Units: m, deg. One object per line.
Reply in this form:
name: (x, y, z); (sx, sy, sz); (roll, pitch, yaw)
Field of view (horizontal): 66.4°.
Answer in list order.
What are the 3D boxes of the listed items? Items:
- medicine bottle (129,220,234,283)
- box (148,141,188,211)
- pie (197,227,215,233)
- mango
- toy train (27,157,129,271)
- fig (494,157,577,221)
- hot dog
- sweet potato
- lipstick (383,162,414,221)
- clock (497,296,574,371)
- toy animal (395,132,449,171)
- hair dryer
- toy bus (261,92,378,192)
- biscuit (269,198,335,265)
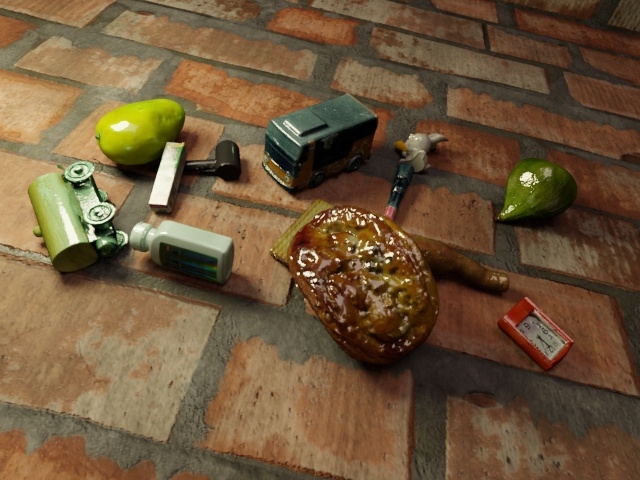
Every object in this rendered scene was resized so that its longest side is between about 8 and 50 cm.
medicine bottle: (-0.316, 0.019, 1.122); (0.229, 0.121, 0.083); (17, 48, 3)
box: (-0.401, -0.169, 1.296); (0.050, 0.041, 0.207); (3, 62, 5)
pie: (-0.295, -0.001, 1.214); (0.084, 0.020, 0.084); (7, 47, -7)
mango: (-0.502, -0.306, 1.361); (0.186, 0.149, 0.273); (6, 37, 13)
toy train: (-0.577, -0.070, 1.143); (0.190, 0.126, 0.307); (-20, 56, -27)
fig: (0.625, -0.121, 1.455); (0.203, 0.203, 0.235); (40, 91, 23)
hot dog: (0.088, 0.081, 1.086); (0.267, 0.174, 0.387); (-29, 65, -10)
sweet potato: (0.294, 0.053, 1.242); (0.385, 0.109, 0.109); (11, 47, -8)
lipstick: (0.226, -0.134, 1.436); (0.053, 0.053, 0.234); (20, 52, 6)
clock: (0.505, 0.225, 1.156); (0.113, 0.061, 0.155); (-28, 63, -32)
toy animal: (0.322, -0.294, 1.584); (0.127, 0.131, 0.181); (40, 52, -19)
hair dryer: (-0.351, -0.220, 1.385); (0.248, 0.070, 0.114); (-6, 50, -6)
toy bus: (0.001, -0.286, 1.419); (0.323, 0.194, 0.162); (-28, 60, -32)
biscuit: (0.000, 0.000, 1.271); (0.172, 0.029, 0.254); (29, 48, 14)
